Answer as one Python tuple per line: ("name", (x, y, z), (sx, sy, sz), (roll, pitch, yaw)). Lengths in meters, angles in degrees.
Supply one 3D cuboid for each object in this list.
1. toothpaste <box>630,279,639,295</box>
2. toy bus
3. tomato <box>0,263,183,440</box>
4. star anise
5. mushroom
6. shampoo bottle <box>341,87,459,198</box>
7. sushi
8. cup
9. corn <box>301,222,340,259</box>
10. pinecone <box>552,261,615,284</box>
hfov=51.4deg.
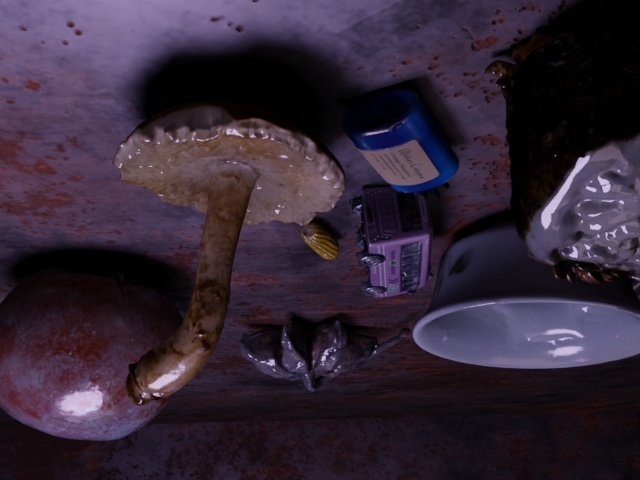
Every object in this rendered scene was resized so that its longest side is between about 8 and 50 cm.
("toothpaste", (0.533, 0.088, 1.144), (0.096, 0.061, 0.266), (14, 130, -45))
("toy bus", (0.103, 0.005, 0.931), (0.108, 0.096, 0.199), (-8, 154, 3))
("tomato", (-0.376, 0.178, 1.090), (0.316, 0.283, 0.317), (8, 165, 2))
("star anise", (-0.016, 0.250, 1.448), (0.315, 0.139, 0.359), (2, 158, -26))
("mushroom", (-0.086, 0.005, 0.699), (0.233, 0.302, 0.208), (0, -166, 30))
("shampoo bottle", (0.097, -0.099, 0.738), (0.087, 0.050, 0.183), (-16, 154, 22))
("sushi", (0.334, -0.077, 0.582), (0.348, 0.208, 0.234), (18, 141, -18))
("cup", (0.314, 0.075, 1.004), (0.347, 0.163, 0.347), (3, 155, 1))
("corn", (0.000, 0.000, 0.983), (0.037, 0.037, 0.092), (-11, 157, 20))
("pinecone", (0.326, -0.028, 0.788), (0.173, 0.174, 0.173), (-2, 157, -1))
